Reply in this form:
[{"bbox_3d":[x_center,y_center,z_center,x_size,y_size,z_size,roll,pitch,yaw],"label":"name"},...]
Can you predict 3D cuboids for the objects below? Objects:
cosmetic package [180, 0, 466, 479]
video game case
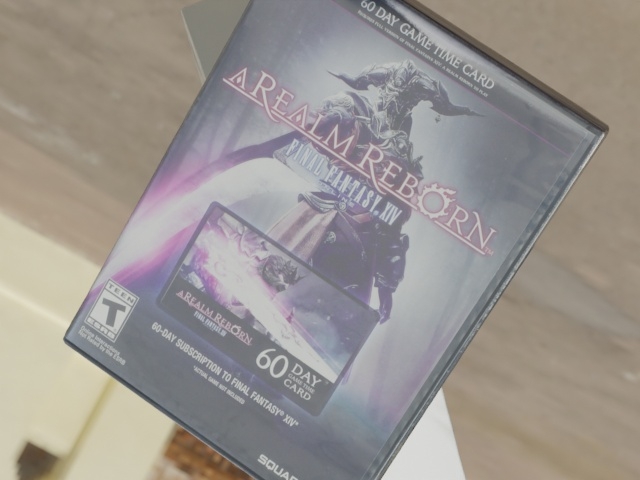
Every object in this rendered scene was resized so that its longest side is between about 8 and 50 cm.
[{"bbox_3d":[0.011,0.036,1.244,0.284,0.097,0.377,-115,6,-51],"label":"cosmetic package"},{"bbox_3d":[0.000,0.000,0.910,0.196,0.274,0.026,34,-159,9],"label":"video game case"}]
